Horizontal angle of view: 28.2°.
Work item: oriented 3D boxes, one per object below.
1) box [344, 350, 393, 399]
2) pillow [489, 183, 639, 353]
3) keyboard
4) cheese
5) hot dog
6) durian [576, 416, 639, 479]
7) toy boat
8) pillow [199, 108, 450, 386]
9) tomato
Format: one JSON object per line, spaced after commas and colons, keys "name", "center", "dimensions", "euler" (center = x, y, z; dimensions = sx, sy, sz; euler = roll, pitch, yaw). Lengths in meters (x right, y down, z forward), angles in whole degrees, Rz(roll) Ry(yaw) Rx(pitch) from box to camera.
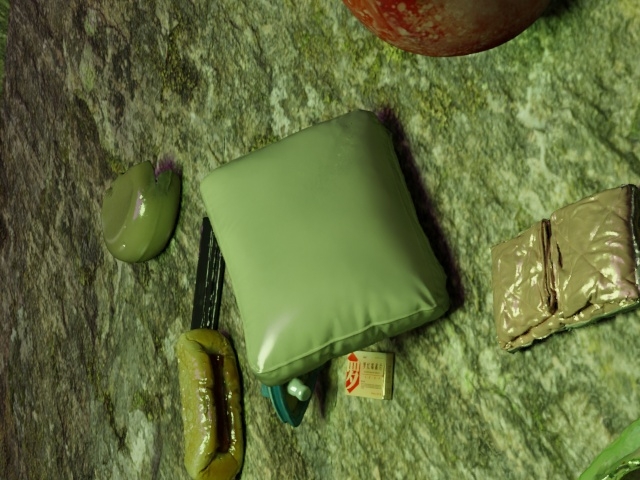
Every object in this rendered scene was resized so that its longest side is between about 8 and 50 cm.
{"name": "box", "center": [0.060, 0.167, 1.592], "dimensions": [0.093, 0.015, 0.058], "euler": [-5, 79, 60]}
{"name": "pillow", "center": [0.240, 0.030, 1.271], "dimensions": [0.232, 0.043, 0.126], "euler": [-32, 52, 58]}
{"name": "keyboard", "center": [-0.182, 0.087, 2.045], "dimensions": [0.087, 0.017, 0.250], "euler": [8, 92, 60]}
{"name": "cheese", "center": [-0.312, -0.055, 2.232], "dimensions": [0.202, 0.091, 0.175], "euler": [-42, 49, 49]}
{"name": "hot dog", "center": [-0.161, 0.243, 1.910], "dimensions": [0.073, 0.084, 0.242], "euler": [-33, 56, 50]}
{"name": "durian", "center": [0.235, 0.250, 1.102], "dimensions": [0.355, 0.169, 0.157], "euler": [-58, 40, 36]}
{"name": "toy boat", "center": [-0.011, 0.127, 1.651], "dimensions": [0.098, 0.109, 0.238], "euler": [24, 102, 34]}
{"name": "pillow", "center": [0.000, 0.000, 1.538], "dimensions": [0.120, 0.255, 0.322], "euler": [58, -169, -54]}
{"name": "tomato", "center": [0.122, -0.329, 1.319], "dimensions": [0.227, 0.270, 0.270], "euler": [46, 125, 59]}
